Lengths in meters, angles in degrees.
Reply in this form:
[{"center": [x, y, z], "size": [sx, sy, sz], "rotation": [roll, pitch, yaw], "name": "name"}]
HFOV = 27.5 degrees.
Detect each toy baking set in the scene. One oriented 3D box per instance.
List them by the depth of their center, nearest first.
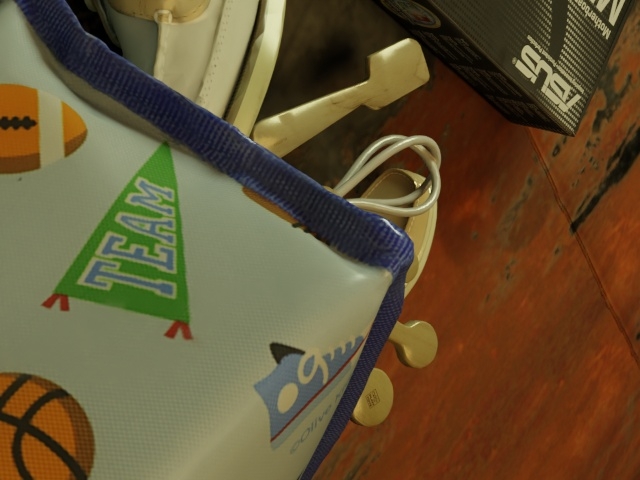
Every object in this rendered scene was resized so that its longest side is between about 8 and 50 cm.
[{"center": [-0.005, 0.001, 0.767], "size": [0.196, 0.030, 0.256], "rotation": [5, 89, -39], "name": "toy baking set"}]

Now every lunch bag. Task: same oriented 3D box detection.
[{"center": [-0.168, 0.137, 0.542], "size": [0.328, 0.239, 0.385], "rotation": [-43, 163, -28], "name": "lunch bag"}]

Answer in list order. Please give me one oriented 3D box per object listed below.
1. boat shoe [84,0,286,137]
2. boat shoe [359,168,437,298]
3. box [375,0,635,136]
[{"center": [-0.073, -0.135, 0.657], "size": [0.103, 0.113, 0.302], "rotation": [21, 76, -23], "name": "boat shoe"}, {"center": [0.016, 0.023, 0.828], "size": [0.059, 0.063, 0.170], "rotation": [41, 75, -51], "name": "boat shoe"}, {"center": [0.128, -0.222, 0.860], "size": [0.270, 0.060, 0.216], "rotation": [32, 79, -46], "name": "box"}]
